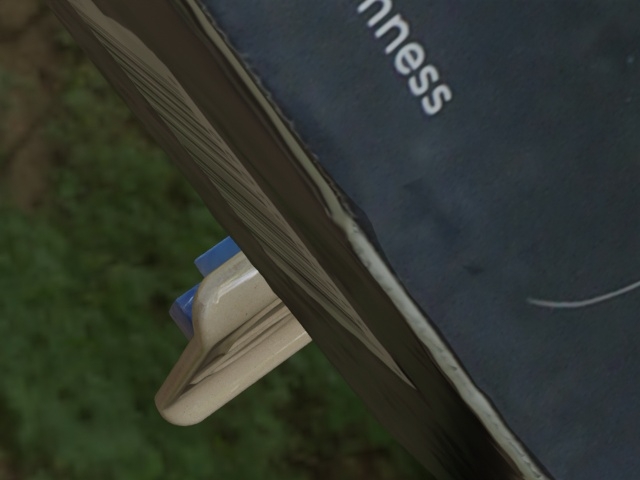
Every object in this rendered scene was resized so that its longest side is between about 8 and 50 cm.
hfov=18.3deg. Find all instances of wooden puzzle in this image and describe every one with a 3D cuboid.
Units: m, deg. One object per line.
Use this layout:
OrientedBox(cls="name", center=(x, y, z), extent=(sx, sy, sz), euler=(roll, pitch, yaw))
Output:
OrientedBox(cls="wooden puzzle", center=(0.000, 0.000, 1.587), extent=(0.080, 0.322, 0.348), euler=(51, -17, 9))

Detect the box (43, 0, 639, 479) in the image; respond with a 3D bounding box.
OrientedBox(cls="box", center=(0.147, -0.169, 0.690), extent=(0.480, 0.472, 0.297), euler=(53, -8, -34))
